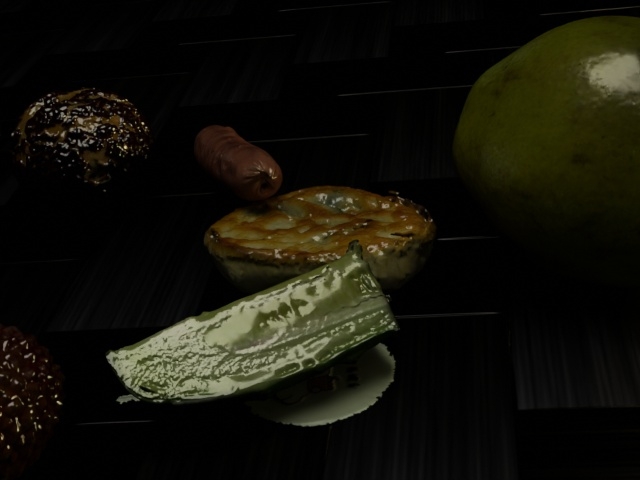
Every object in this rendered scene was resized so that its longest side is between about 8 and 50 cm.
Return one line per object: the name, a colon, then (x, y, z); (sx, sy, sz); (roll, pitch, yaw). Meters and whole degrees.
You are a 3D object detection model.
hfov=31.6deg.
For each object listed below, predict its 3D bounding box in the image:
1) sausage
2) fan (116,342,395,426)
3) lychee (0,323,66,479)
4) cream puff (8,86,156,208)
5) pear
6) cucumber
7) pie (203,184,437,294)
sausage: (-0.136, -0.121, 1.733); (0.088, 0.088, 0.433); (-14, 15, -11)
fan: (-0.075, 0.162, 1.311); (0.329, 0.009, 0.191); (-6, 28, 2)
lychee: (-0.362, 0.167, 1.177); (0.188, 0.188, 0.188); (-6, 27, 3)
cream puff: (-0.387, -0.156, 1.831); (0.239, 0.165, 0.239); (-4, 26, 2)
pear: (0.372, -0.114, 1.401); (0.413, 0.352, 0.352); (19, 36, 25)
cucumber: (-0.074, 0.120, 1.277); (0.325, 0.105, 0.145); (-20, 63, -20)
pie: (0.000, 0.000, 1.525); (0.315, 0.092, 0.315); (-5, 22, 2)
